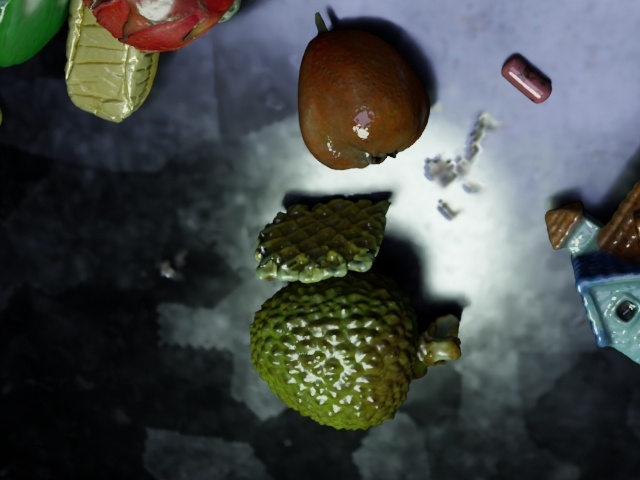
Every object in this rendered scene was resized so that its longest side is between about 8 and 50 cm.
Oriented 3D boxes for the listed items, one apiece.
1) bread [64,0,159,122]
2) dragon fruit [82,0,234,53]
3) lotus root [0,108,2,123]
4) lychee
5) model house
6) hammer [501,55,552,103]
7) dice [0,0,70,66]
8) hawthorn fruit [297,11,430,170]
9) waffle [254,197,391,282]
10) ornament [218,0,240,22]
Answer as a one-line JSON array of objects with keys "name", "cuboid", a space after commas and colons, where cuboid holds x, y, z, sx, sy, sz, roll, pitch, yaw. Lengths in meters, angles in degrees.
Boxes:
[{"name": "bread", "cuboid": [-0.325, -0.313, 1.685, 0.140, 0.106, 0.236, 13, 112, 5]}, {"name": "dragon fruit", "cuboid": [-0.220, -0.387, 1.496, 0.241, 0.241, 0.252, 28, 84, 1]}, {"name": "lotus root", "cuboid": [-0.572, -0.230, 1.796, 0.054, 0.049, 0.099, -22, 104, 26]}, {"name": "lychee", "cuboid": [0.047, 0.168, 1.693, 0.320, 0.270, 0.270, 33, 113, -13]}, {"name": "model house", "cuboid": [0.495, 0.027, 1.575, 0.329, 0.252, 0.295, 36, 113, 4]}, {"name": "hammer", "cuboid": [0.312, -0.243, 1.615, 0.083, 0.043, 0.043, 38, 112, -1]}, {"name": "dice", "cuboid": [-0.515, -0.444, 1.576, 0.297, 0.300, 0.287, 34, 110, -1]}, {"name": "hawthorn fruit", "cuboid": [0.046, -0.231, 1.606, 0.199, 0.199, 0.251, -25, 89, 19]}, {"name": "waffle", "cuboid": [0.000, 0.002, 1.672, 0.204, 0.223, 0.054, -1, 121, 14]}, {"name": "ornament", "cuboid": [-0.186, -0.405, 1.646, 0.075, 0.081, 0.156, -45, 96, -15]}]
